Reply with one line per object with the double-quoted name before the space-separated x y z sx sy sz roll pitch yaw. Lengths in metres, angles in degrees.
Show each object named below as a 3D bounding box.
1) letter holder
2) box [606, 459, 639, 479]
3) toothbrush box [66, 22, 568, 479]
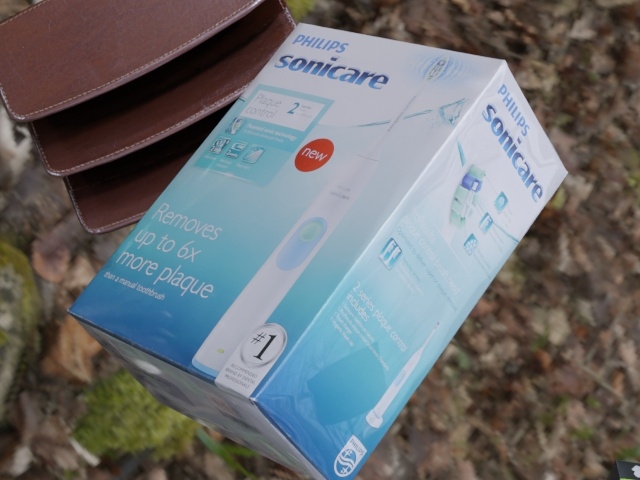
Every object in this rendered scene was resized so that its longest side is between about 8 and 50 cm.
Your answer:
"letter holder" -0.163 -0.167 1.512 0.302 0.214 0.152 -27 156 1
"box" 0.228 0.187 0.954 0.083 0.062 0.052 10 127 -8
"toothbrush box" 0.000 0.000 1.049 0.295 0.216 0.126 -52 132 -17
